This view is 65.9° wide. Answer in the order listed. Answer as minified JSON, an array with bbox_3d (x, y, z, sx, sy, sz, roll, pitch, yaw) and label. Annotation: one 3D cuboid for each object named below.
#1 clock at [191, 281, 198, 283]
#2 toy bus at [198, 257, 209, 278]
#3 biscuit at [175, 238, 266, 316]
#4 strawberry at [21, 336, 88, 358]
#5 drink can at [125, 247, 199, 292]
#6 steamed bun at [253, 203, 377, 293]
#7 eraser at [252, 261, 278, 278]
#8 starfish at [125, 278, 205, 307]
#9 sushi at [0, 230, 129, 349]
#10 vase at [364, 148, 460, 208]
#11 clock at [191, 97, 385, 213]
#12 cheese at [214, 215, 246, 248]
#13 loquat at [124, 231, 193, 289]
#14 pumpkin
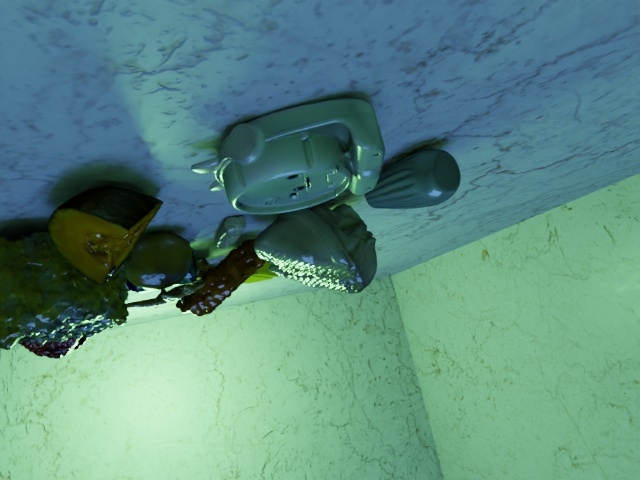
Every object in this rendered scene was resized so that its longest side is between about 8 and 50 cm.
[{"bbox_3d":[-0.455,0.167,1.920,0.235,0.029,0.235,6,170,1],"label":"clock"},{"bbox_3d":[-0.440,0.099,1.661,0.070,0.074,0.162,-16,170,18],"label":"toy bus"},{"bbox_3d":[-0.305,0.121,1.591,0.318,0.110,0.312,-43,180,-8],"label":"biscuit"},{"bbox_3d":[-0.833,0.256,1.538,0.274,0.220,0.274,3,173,0],"label":"strawberry"},{"bbox_3d":[-0.467,0.084,1.448,0.205,0.118,0.118,-12,169,-5],"label":"drink can"},{"bbox_3d":[0.002,0.004,1.382,0.325,0.219,0.309,9,159,16],"label":"steamed bun"},{"bbox_3d":[-0.276,0.126,1.995,0.158,0.069,0.226,-15,169,15],"label":"eraser"},{"bbox_3d":[-0.406,0.147,1.319,0.138,0.050,0.247,-9,180,11],"label":"starfish"},{"bbox_3d":[-0.644,0.120,1.106,0.397,0.239,0.351,-19,169,42],"label":"sushi"},{"bbox_3d":[0.203,-0.131,1.164,0.128,0.128,0.248,-5,175,-36],"label":"vase"},{"bbox_3d":[-0.054,-0.130,0.885,0.324,0.108,0.265,-13,169,0],"label":"clock"},{"bbox_3d":[-0.251,-0.022,1.370,0.065,0.043,0.194,-14,168,-23],"label":"cheese"},{"bbox_3d":[-0.418,0.053,1.262,0.195,0.152,0.152,-5,166,-42],"label":"loquat"},{"bbox_3d":[-0.403,-0.049,0.942,0.148,0.169,0.312,36,145,-16],"label":"pumpkin"}]
